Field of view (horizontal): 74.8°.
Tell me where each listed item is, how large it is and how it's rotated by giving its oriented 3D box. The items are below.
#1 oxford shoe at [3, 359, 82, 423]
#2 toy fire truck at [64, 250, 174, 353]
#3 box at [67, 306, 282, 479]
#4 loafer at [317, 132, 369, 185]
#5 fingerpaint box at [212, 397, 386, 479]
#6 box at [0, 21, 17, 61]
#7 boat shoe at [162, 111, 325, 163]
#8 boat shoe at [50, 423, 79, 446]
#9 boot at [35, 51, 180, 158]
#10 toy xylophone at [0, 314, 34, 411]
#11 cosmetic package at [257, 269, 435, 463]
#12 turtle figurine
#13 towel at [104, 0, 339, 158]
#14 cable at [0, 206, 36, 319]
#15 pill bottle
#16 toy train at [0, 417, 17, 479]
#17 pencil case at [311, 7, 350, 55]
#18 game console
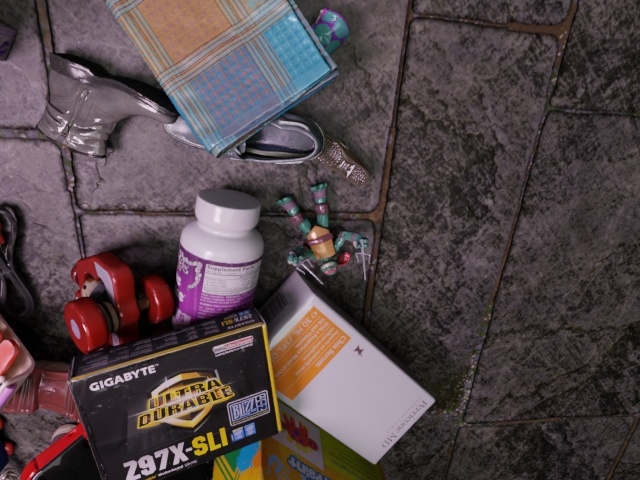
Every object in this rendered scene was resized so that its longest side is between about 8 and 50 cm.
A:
[{"bbox_3d":[-0.549,0.329,0.961,0.349,0.130,0.122,16,94,-10],"label":"oxford shoe"},{"bbox_3d":[-0.437,0.160,0.855,0.169,0.254,0.302,-24,127,-46],"label":"toy fire truck"},{"bbox_3d":[-0.246,0.290,0.768,0.322,0.079,0.257,-13,113,-21],"label":"box"},{"bbox_3d":[0.041,-0.171,0.881,0.148,0.050,0.056,43,110,-7],"label":"loafer"},{"bbox_3d":[-0.034,0.548,1.006,0.163,0.371,0.445,-44,114,11],"label":"fingerpaint box"},{"bbox_3d":[-0.540,-0.297,0.576,0.067,0.324,0.063,30,103,-20],"label":"box"},{"bbox_3d":[-0.148,-0.208,0.795,0.320,0.099,0.116,8,115,-5],"label":"boat shoe"},{"bbox_3d":[-0.566,0.580,1.083,0.103,0.092,0.285,-43,113,10],"label":"boat shoe"},{"bbox_3d":[-0.385,-0.222,0.768,0.247,0.083,0.161,22,113,-2],"label":"boot"},{"bbox_3d":[-0.713,0.235,0.840,0.323,0.081,0.236,33,95,16],"label":"toy xylophone"},{"bbox_3d":[0.037,0.309,1.008,0.230,0.161,0.453,-47,113,0],"label":"cosmetic package"},{"bbox_3d":[0.000,0.000,0.912,0.175,0.118,0.234,-25,100,-14],"label":"turtle figurine"},{"bbox_3d":[-0.179,-0.362,0.707,0.272,0.040,0.370,-34,96,5],"label":"towel"},{"bbox_3d":[-0.660,0.032,0.866,0.140,0.072,0.287,-26,129,-16],"label":"cable"},{"bbox_3d":[-0.210,0.053,0.870,0.169,0.169,0.301,9,111,-13],"label":"pill bottle"},{"bbox_3d":[-0.849,0.546,1.024,0.144,0.105,0.247,1,114,2],"label":"toy train"},{"bbox_3d":[-0.020,-0.357,0.779,0.152,0.064,0.070,-43,129,10],"label":"pencil case"},{"bbox_3d":[-0.482,0.585,1.056,0.342,0.060,0.386,-39,119,-25],"label":"game console"}]
